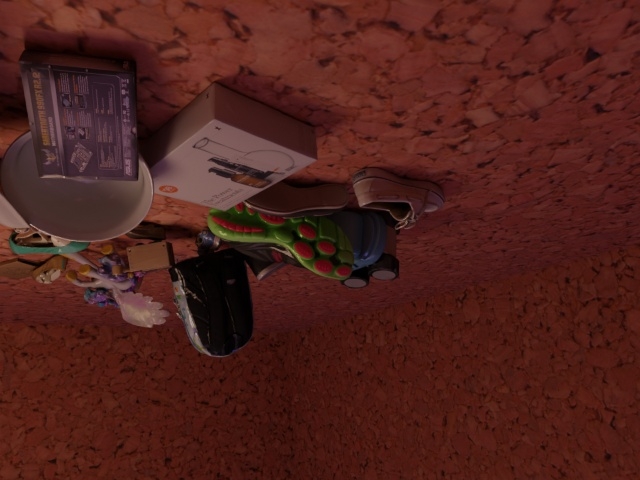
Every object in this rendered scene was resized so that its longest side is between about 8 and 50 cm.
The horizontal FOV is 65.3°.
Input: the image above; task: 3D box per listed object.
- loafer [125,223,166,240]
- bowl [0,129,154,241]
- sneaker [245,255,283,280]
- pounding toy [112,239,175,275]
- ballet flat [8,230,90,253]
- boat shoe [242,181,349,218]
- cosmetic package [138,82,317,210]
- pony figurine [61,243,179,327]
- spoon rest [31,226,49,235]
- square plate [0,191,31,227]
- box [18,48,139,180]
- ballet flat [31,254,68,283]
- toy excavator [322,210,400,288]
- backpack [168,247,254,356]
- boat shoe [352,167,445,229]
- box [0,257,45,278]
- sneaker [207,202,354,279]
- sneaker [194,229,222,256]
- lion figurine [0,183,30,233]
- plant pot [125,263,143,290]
[{"bbox_3d":[-0.581,-0.030,1.657,0.056,0.050,0.148,-12,165,36],"label":"loafer"},{"bbox_3d":[-0.516,-0.150,1.093,0.297,0.134,0.298,-8,131,-9],"label":"bowl"},{"bbox_3d":[-0.183,0.036,1.922,0.104,0.147,0.295,-46,171,36],"label":"sneaker"},{"bbox_3d":[-0.610,0.058,1.704,0.205,0.094,0.181,-9,178,-8],"label":"pounding toy"},{"bbox_3d":[-0.884,-0.001,1.625,0.247,0.083,0.087,-4,148,-10],"label":"ballet flat"},{"bbox_3d":[-0.079,-0.110,1.466,0.335,0.112,0.095,-1,157,-23],"label":"boat shoe"},{"bbox_3d":[-0.237,-0.197,1.185,0.284,0.098,0.377,16,153,-42],"label":"cosmetic package"},{"bbox_3d":[-0.747,0.148,1.877,0.350,0.303,0.363,-2,149,15],"label":"pony figurine"},{"bbox_3d":[-0.741,-0.074,1.429,0.276,0.084,0.137,-15,160,31],"label":"spoon rest"},{"bbox_3d":[-0.737,-0.161,0.912,0.347,0.049,0.344,33,157,1],"label":"square plate"},{"bbox_3d":[-0.436,-0.222,0.929,0.182,0.056,0.231,0,129,-17],"label":"box"},{"bbox_3d":[-1.048,0.127,1.922,0.232,0.073,0.080,-30,154,35],"label":"ballet flat"},{"bbox_3d":[0.000,0.000,1.746,0.445,0.223,0.432,25,148,-33],"label":"toy excavator"},{"bbox_3d":[-0.374,0.236,1.783,0.290,0.356,0.273,-18,174,-37],"label":"backpack"},{"bbox_3d":[0.252,-0.102,1.507,0.367,0.157,0.135,12,156,-41],"label":"boat shoe"},{"bbox_3d":[-1.192,0.113,1.971,0.201,0.021,0.164,-11,161,20],"label":"box"},{"bbox_3d":[-0.116,-0.008,1.584,0.482,0.185,0.202,22,165,-5],"label":"sneaker"},{"bbox_3d":[-0.414,0.006,1.810,0.081,0.080,0.211,25,150,-19],"label":"sneaker"},{"bbox_3d":[-0.868,-0.120,1.181,0.392,0.142,0.240,23,-172,-29],"label":"lion figurine"},{"bbox_3d":[-0.819,0.164,2.114,0.108,0.096,0.109,-13,160,22],"label":"plant pot"}]
